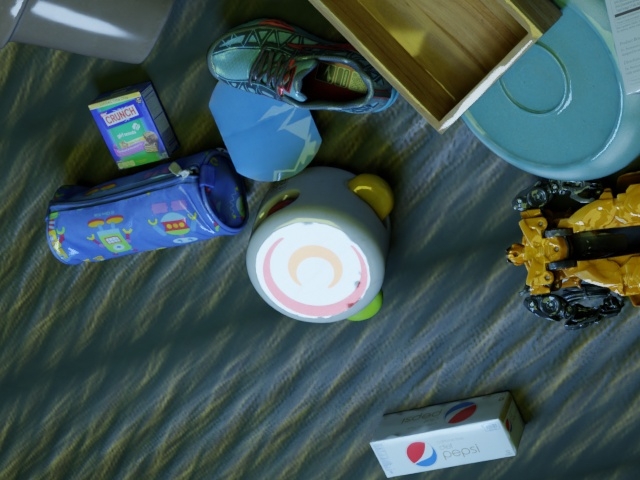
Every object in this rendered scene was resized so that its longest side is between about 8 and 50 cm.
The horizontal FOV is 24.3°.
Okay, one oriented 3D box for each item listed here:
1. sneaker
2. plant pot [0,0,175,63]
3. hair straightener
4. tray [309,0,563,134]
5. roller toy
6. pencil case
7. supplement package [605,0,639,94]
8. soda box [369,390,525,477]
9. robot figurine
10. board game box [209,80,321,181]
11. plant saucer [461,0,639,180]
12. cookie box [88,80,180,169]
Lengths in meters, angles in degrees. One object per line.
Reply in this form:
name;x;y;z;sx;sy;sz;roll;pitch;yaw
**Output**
sneaker;-0.031;-0.225;1.926;0.261;0.125;0.104;10;104;12
plant pot;-0.309;-0.338;1.921;0.229;0.263;0.263;23;127;-17
hair straightener;0.381;0.064;1.997;0.230;0.047;0.089;-10;116;20
tray;0.073;-0.343;1.774;0.411;0.076;0.203;45;132;0
roller toy;0.000;0.000;2.046;0.191;0.146;0.209;7;124;4
pencil case;-0.252;-0.046;2.128;0.306;0.119;0.133;-11;144;26
supplement package;0.401;-0.297;1.650;0.133;0.139;0.244;-14;88;42
soda box;0.187;0.286;2.193;0.216;0.074;0.069;-14;114;28
robot figurine;0.384;0.004;1.915;0.291;0.085;0.211;-7;87;25
board game box;-0.072;-0.166;2.038;0.133;0.033;0.169;-22;94;21
plant saucer;0.267;-0.205;1.822;0.317;0.043;0.318;24;134;28
cookie box;-0.265;-0.163;2.112;0.091;0.040;0.107;-12;114;27
